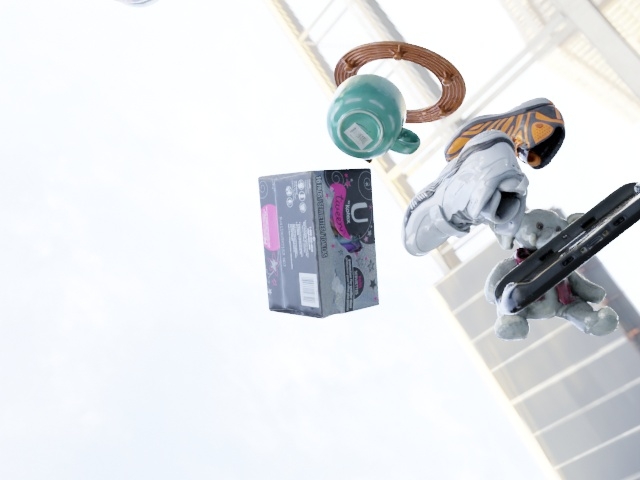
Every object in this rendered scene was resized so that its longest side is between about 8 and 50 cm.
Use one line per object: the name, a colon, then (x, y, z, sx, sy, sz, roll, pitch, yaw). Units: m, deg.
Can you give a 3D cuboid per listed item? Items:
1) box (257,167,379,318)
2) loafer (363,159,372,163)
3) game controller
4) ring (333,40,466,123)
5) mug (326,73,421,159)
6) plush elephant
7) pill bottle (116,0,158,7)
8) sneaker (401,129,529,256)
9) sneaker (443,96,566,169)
box: (0.000, 0.000, 1.199, 0.142, 0.163, 0.247, -9, -84, -40)
loafer: (0.119, -0.269, 1.774, 0.061, 0.062, 0.170, 59, 174, 28)
game controller: (0.414, 0.012, 1.076, 0.067, 0.319, 0.166, 51, -178, -1)
ring: (0.195, -0.382, 1.704, 0.337, 0.336, 0.032, 26, -113, -29)
mug: (0.087, -0.200, 1.130, 0.158, 0.129, 0.097, 4, -146, 12)
plush elephant: (0.506, 0.046, 1.536, 0.272, 0.255, 0.330, 0, -159, 0)
pill bottle: (-0.345, -0.504, 1.167, 0.162, 0.162, 0.278, 44, 180, -4)
sneaker: (0.323, -0.063, 1.534, 0.137, 0.366, 0.210, 25, -151, -25)
sneaker: (0.485, -0.250, 1.779, 0.124, 0.321, 0.180, 49, -156, -40)
